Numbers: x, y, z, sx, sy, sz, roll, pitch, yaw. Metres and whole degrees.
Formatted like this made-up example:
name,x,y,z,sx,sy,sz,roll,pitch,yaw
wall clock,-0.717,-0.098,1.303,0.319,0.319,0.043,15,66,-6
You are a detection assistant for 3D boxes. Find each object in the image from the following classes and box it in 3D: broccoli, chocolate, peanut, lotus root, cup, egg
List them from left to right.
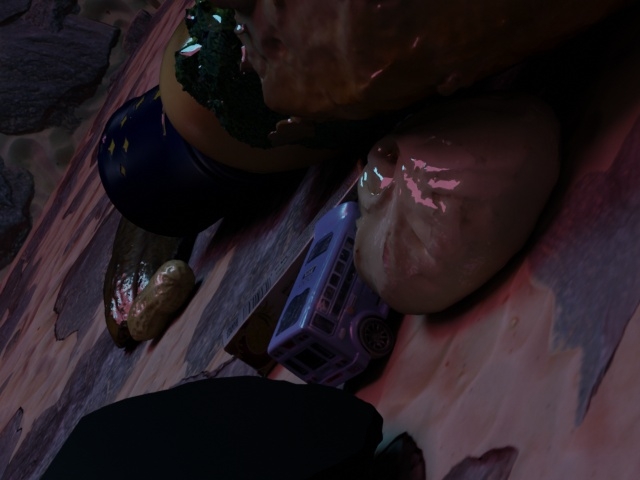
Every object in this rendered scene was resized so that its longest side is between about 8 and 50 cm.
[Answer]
name,x,y,z,sx,sy,sz,roll,pitch,yaw
lotus root,-0.226,0.014,2.015,0.167,0.078,0.329,-50,16,27
peanut,-0.185,0.070,1.817,0.113,0.054,0.054,-53,15,20
cup,-0.124,-0.151,1.785,0.256,0.178,0.255,-21,64,62
chocolate,-0.055,0.205,1.025,0.224,0.206,0.177,-71,-26,-72
egg,-0.049,-0.166,1.561,0.244,0.201,0.201,-19,-13,-40
broccoli,0.004,-0.202,1.369,0.295,0.265,0.245,-16,64,20

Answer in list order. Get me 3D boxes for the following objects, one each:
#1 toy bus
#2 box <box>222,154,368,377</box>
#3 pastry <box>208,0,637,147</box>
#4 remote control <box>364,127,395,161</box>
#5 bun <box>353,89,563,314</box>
name,x,y,z,sx,sy,sz,roll,pitch,yaw
toy bus,0.024,0.029,1.194,0.073,0.076,0.167,-38,23,49
box,-0.007,0.024,1.353,0.207,0.050,0.041,-52,19,16
pastry,0.098,-0.179,1.113,0.330,0.136,0.329,-21,9,3
remote control,0.000,0.000,1.432,0.245,0.025,0.063,-53,14,13
bun,0.084,-0.040,1.104,0.183,0.102,0.183,-49,14,17
